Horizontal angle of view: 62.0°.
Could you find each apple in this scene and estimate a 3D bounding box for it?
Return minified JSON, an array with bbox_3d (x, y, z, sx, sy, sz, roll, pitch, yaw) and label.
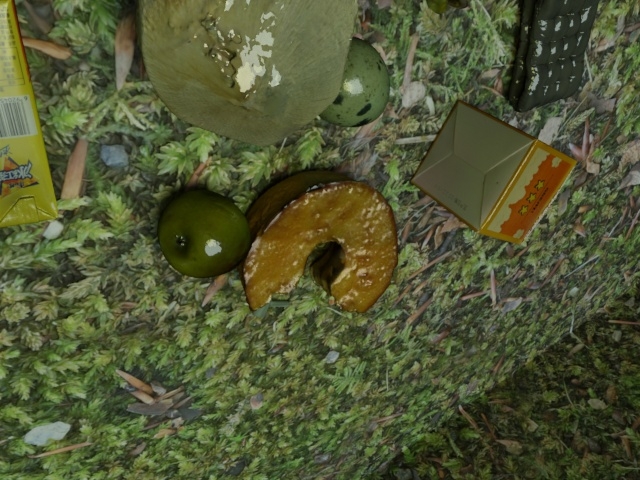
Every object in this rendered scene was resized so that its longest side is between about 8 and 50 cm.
[{"bbox_3d":[-0.250,-0.010,1.125,0.157,0.196,0.196,-29,146,-63],"label":"apple"}]

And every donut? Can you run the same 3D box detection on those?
[{"bbox_3d":[0.000,0.000,1.325,0.435,0.163,0.378,15,111,-37],"label":"donut"}]

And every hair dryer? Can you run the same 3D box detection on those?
[{"bbox_3d":[-0.127,0.177,1.460,0.124,0.038,0.063,7,119,-44],"label":"hair dryer"}]

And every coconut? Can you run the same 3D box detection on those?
[{"bbox_3d":[-0.111,-0.330,0.846,0.346,0.360,0.346,-10,139,-9],"label":"coconut"}]

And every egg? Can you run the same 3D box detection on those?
[{"bbox_3d":[0.060,-0.323,1.116,0.177,0.177,0.228,-50,148,8],"label":"egg"}]

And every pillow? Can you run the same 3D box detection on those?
[{"bbox_3d":[0.604,-0.510,1.382,0.228,0.101,0.326,-20,132,-21],"label":"pillow"}]

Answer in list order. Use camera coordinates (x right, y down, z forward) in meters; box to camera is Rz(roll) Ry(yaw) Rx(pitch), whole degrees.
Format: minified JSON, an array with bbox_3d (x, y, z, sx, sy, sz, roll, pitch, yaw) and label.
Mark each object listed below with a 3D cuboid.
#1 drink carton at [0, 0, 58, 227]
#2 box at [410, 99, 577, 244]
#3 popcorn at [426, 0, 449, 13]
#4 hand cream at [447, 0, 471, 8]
[{"bbox_3d":[-0.508,-0.210,0.845,0.111,0.154,0.351,-13,127,-24],"label":"drink carton"},{"bbox_3d":[0.444,-0.175,1.391,0.214,0.283,0.259,14,113,-40],"label":"box"},{"bbox_3d":[0.239,-0.632,0.967,0.325,0.290,0.321,-41,-178,-39],"label":"popcorn"},{"bbox_3d":[0.342,-0.611,1.161,0.084,0.084,0.203,33,94,-43],"label":"hand cream"}]
